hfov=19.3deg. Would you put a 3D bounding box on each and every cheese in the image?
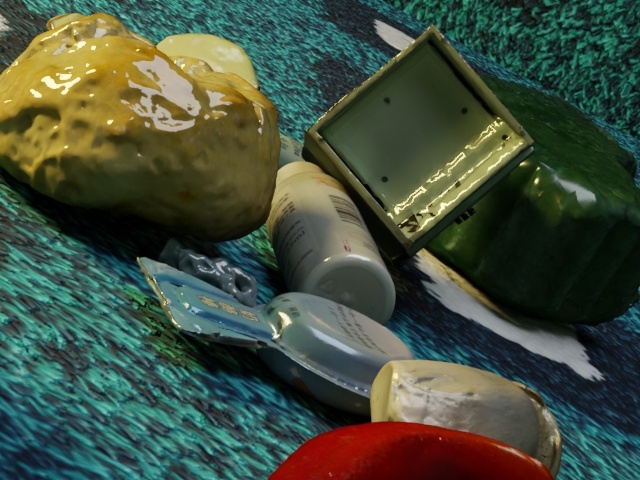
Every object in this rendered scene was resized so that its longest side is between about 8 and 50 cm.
[{"bbox_3d":[-0.014,0.073,1.352,0.244,0.052,0.135,21,14,-28],"label":"cheese"}]

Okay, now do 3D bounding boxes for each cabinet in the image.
[{"bbox_3d":[0.085,-0.078,1.687,0.150,0.145,0.206,50,-3,2],"label":"cabinet"}]

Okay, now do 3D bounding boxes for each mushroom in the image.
[{"bbox_3d":[0.101,0.131,1.307,0.097,0.088,0.212,23,7,29],"label":"mushroom"}]

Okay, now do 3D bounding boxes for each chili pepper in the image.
[{"bbox_3d":[0.051,0.171,1.117,0.368,0.092,0.137,3,48,-47],"label":"chili pepper"}]

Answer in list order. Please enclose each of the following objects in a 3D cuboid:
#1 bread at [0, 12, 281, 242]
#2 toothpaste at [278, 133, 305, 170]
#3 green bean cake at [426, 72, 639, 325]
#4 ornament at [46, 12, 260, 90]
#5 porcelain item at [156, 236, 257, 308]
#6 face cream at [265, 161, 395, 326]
[{"bbox_3d":[-0.140,-0.090,1.468,0.244,0.134,0.244,23,8,-3],"label":"bread"},{"bbox_3d":[-0.074,-0.099,1.835,0.268,0.047,0.069,24,11,-23],"label":"toothpaste"},{"bbox_3d":[0.225,-0.037,1.968,0.300,0.169,0.308,11,24,-47],"label":"green bean cake"},{"bbox_3d":[-0.151,-0.124,1.709,0.201,0.059,0.180,7,48,-27],"label":"ornament"},{"bbox_3d":[-0.084,0.027,1.427,0.083,0.028,0.036,32,31,3],"label":"porcelain item"},{"bbox_3d":[0.000,0.000,1.568,0.082,0.082,0.269,25,16,-18],"label":"face cream"}]
